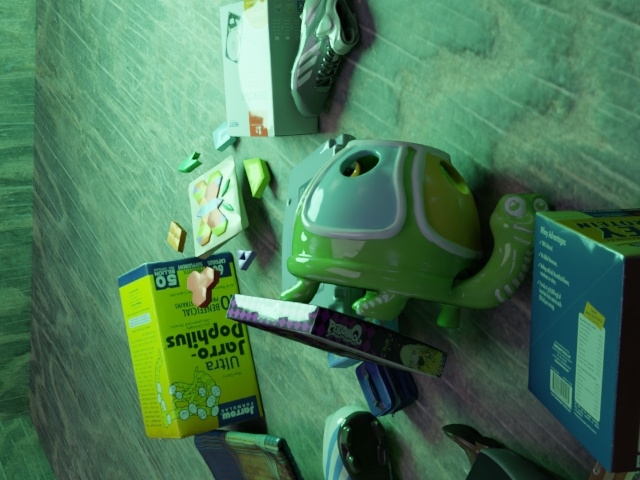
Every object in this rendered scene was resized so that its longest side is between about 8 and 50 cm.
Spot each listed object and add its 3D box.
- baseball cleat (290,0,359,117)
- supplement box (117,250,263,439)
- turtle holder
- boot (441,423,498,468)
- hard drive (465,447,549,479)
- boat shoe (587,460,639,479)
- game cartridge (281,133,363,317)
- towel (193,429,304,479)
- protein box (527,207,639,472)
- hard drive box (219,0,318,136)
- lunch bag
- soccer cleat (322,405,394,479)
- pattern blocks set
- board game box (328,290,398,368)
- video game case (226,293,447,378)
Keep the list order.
[{"bbox_3d":[0.006,-0.286,1.339,0.109,0.072,0.206,27,124,45],"label":"baseball cleat"},{"bbox_3d":[-0.278,0.221,1.792,0.195,0.194,0.356,-21,80,58],"label":"supplement box"},{"bbox_3d":[0.105,-0.010,1.094,0.320,0.243,0.227,3,83,62],"label":"turtle holder"},{"bbox_3d":[0.212,0.324,1.195,0.106,0.037,0.114,17,116,58],"label":"boot"},{"bbox_3d":[0.216,0.352,1.019,0.172,0.054,0.255,-63,8,3],"label":"hard drive"},{"bbox_3d":[0.335,0.321,0.937,0.120,0.123,0.324,-106,27,-60],"label":"boat shoe"},{"bbox_3d":[0.000,0.000,1.362,0.198,0.062,0.297,144,130,-61],"label":"game cartridge"},{"bbox_3d":[-0.119,0.502,1.691,0.370,0.040,0.271,-15,101,58],"label":"towel"},{"bbox_3d":[0.305,0.085,0.827,0.200,0.136,0.201,-123,32,-75],"label":"protein box"},{"bbox_3d":[-0.090,-0.298,1.471,0.181,0.089,0.232,10,106,57],"label":"hard drive box"},{"bbox_3d":[0.099,0.226,1.316,0.067,0.065,0.098,-52,54,49],"label":"lunch bag"},{"bbox_3d":[0.071,0.433,1.387,0.143,0.116,0.331,161,104,-70],"label":"soccer cleat"},{"bbox_3d":[-0.206,-0.063,1.660,0.285,0.026,0.325,-42,51,25],"label":"pattern blocks set"},{"bbox_3d":[0.059,0.079,1.322,0.160,0.039,0.211,-35,51,55],"label":"board game box"},{"bbox_3d":[0.016,0.125,1.128,0.232,0.210,0.042,1,71,58],"label":"video game case"}]
